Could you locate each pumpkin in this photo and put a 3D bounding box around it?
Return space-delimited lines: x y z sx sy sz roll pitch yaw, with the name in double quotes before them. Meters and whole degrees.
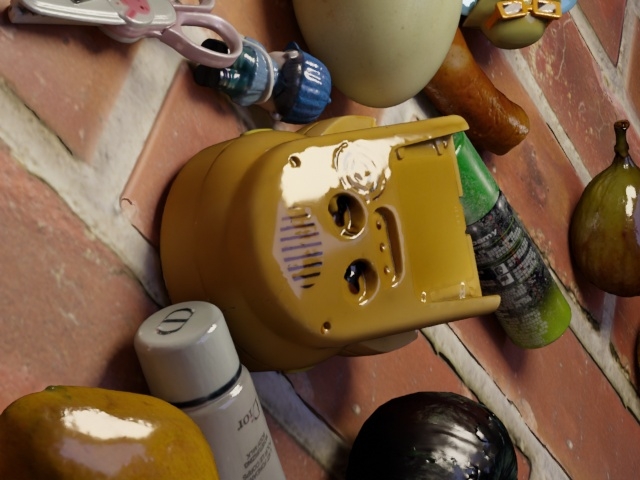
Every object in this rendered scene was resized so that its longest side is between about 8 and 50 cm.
"pumpkin" 0.117 0.273 1.310 0.233 0.163 0.233 0 90 -63

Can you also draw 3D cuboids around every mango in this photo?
"mango" -0.165 0.183 0.976 0.227 0.109 0.147 46 71 -40

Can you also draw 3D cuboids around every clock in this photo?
"clock" 0.000 0.000 1.208 0.317 0.200 0.244 -9 86 -48

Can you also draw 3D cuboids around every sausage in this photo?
"sausage" 0.180 -0.202 1.607 0.302 0.076 0.103 42 41 -44

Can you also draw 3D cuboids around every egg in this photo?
"egg" 0.062 -0.270 1.352 0.188 0.188 0.254 -7 92 -56

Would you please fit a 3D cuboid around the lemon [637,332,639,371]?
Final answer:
"lemon" 0.631 0.179 2.028 0.253 0.228 0.229 -60 131 -64

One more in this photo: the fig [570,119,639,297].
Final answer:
"fig" 0.451 -0.051 1.885 0.170 0.145 0.274 -38 128 -53

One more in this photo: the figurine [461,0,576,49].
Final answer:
"figurine" 0.237 -0.385 1.701 0.180 0.153 0.262 -10 73 -47

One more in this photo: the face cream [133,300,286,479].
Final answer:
"face cream" -0.085 0.204 1.122 0.143 0.089 0.315 -49 132 -49

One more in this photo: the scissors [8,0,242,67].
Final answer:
"scissors" -0.172 -0.201 1.109 0.242 0.030 0.118 -10 61 -51

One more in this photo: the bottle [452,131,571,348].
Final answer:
"bottle" 0.214 0.000 1.585 0.330 0.093 0.093 54 42 -33

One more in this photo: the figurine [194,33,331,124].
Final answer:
"figurine" -0.054 -0.167 1.257 0.149 0.087 0.086 10 91 -50
